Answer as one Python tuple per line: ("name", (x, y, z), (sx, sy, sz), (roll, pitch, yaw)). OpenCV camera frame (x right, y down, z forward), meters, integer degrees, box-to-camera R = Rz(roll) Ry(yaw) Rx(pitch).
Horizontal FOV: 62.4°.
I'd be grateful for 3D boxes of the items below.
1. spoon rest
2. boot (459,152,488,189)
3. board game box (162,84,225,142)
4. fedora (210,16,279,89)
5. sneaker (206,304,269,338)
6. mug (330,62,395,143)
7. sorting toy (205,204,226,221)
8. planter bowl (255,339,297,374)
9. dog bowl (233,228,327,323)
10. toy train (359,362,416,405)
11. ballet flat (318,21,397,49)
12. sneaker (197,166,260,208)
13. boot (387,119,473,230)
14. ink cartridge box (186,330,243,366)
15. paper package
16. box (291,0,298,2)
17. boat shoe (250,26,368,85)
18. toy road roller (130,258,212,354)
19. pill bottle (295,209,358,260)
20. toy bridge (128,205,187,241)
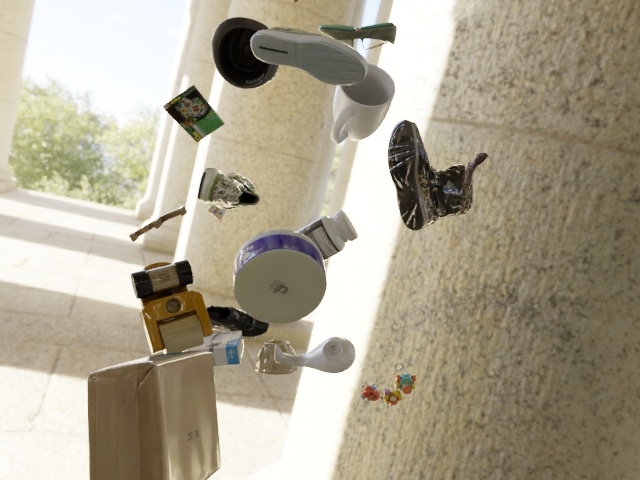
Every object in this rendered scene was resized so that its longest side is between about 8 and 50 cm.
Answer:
("spoon rest", (-0.016, 0.394, 1.818), (0.277, 0.137, 0.084), (-2, -38, 7))
("boot", (0.512, -0.230, 1.772), (0.037, 0.114, 0.106), (32, -30, -6))
("board game box", (-0.457, -0.457, 1.933), (0.030, 0.136, 0.259), (55, 0, 19))
("fedora", (-0.258, -0.678, 1.873), (0.244, 0.275, 0.124), (8, 45, -4))
("sneaker", (-0.345, 0.331, 2.179), (0.284, 0.107, 0.124), (10, -29, -12))
("mug", (0.169, -0.625, 2.594), (0.276, 0.374, 0.328), (34, -27, 8))
("sorting toy", (-0.456, -0.137, 2.345), (0.083, 0.075, 0.045), (35, -22, -2))
("planter bowl", (-0.167, 0.440, 2.021), (0.162, 0.109, 0.162), (1, 0, 0))
("dog bowl", (-0.116, 0.106, 1.508), (0.265, 0.264, 0.104), (13, 29, -14))
("toy train", (0.203, 0.439, 1.556), (0.125, 0.166, 0.046), (40, 19, -22))
("ballet flat", (0.101, -0.548, 1.426), (0.214, 0.068, 0.072), (-3, 29, -2))
("sneaker", (-0.307, -0.164, 1.990), (0.182, 0.157, 0.410), (24, 9, 11))
("boot", (0.394, -0.238, 1.863), (0.285, 0.376, 0.138), (-11, 0, -34))
("ink cartridge box", (-0.397, 0.415, 2.012), (0.191, 0.082, 0.139), (-4, 16, 0))
("paper package", (-0.361, 0.415, 1.188), (0.168, 0.309, 0.325), (-6, -8, 8))
("box", (-0.117, -0.913, 1.739), (0.021, 0.201, 0.164), (-21, 50, -21))
("boat shoe", (-0.020, -0.463, 1.281), (0.303, 0.109, 0.094), (21, 51, 12))
("toy road roller", (-0.530, 0.235, 1.846), (0.203, 0.329, 0.241), (-15, -11, -26))
("pill bottle", (0.000, 0.000, 2.121), (0.279, 0.162, 0.162), (-30, -2, 10))
("toy bridge", (-0.483, -0.053, 1.575), (0.188, 0.026, 0.063), (-27, 17, 4))
